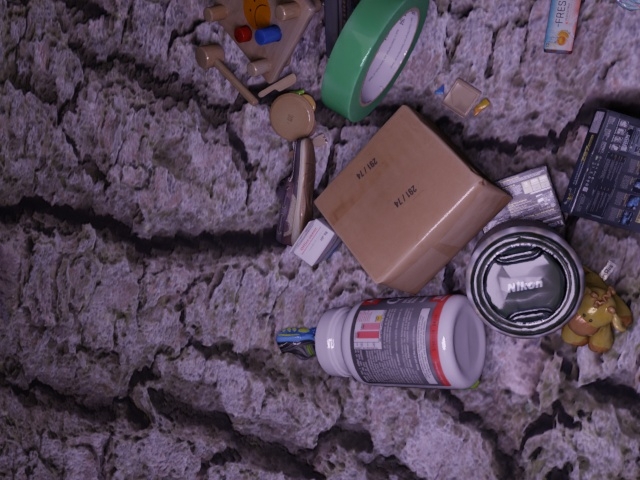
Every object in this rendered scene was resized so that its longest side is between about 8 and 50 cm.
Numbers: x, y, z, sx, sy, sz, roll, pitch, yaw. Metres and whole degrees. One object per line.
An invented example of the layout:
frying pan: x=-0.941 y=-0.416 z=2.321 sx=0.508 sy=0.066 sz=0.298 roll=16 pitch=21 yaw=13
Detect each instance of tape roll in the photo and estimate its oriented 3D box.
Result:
tape roll: x=0.121 y=-0.417 z=1.485 sx=0.077 sy=0.321 sz=0.321 roll=33 pitch=106 yaw=11

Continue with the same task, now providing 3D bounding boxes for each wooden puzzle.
wooden puzzle: x=0.332 y=-0.334 z=1.589 sx=0.116 sy=0.014 sz=0.078 roll=43 pitch=103 yaw=9

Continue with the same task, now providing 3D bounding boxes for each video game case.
video game case: x=0.058 y=-0.538 z=1.530 sx=0.035 sy=0.248 sz=0.274 roll=0 pitch=97 yaw=17

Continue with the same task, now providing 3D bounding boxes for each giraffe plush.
giraffe plush: x=0.596 y=0.152 z=1.475 sx=0.182 sy=0.170 sz=0.210 roll=18 pitch=102 yaw=16

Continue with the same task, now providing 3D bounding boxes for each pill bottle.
pill bottle: x=0.180 y=0.236 z=1.576 sx=0.363 sy=0.210 sz=0.210 roll=-6 pitch=95 yaw=36

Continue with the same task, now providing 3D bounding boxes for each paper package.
paper package: x=0.199 y=-0.091 z=1.531 sx=0.325 sy=0.168 sz=0.309 roll=-48 pitch=53 yaw=18

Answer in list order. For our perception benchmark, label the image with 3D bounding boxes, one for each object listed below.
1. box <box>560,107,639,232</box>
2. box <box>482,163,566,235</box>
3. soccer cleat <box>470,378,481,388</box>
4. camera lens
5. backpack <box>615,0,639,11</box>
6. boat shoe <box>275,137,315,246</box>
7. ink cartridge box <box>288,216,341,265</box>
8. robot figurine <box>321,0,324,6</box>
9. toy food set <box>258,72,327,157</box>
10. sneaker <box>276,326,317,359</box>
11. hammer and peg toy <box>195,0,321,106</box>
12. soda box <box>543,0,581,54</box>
box: x=0.642 y=-0.147 z=1.446 sx=0.184 sy=0.059 sz=0.232 roll=14 pitch=103 yaw=-9
box: x=0.450 y=-0.078 z=1.546 sx=0.180 sy=0.077 sz=0.147 roll=-19 pitch=91 yaw=20
soccer cleat: x=0.326 y=0.284 z=1.645 sx=0.072 sy=0.060 sz=0.178 roll=-26 pitch=91 yaw=21
camera lens: x=0.413 y=0.069 z=1.384 sx=0.220 sy=0.274 sz=0.219 roll=2 pitch=97 yaw=15
backpack: x=0.681 y=-0.562 z=1.387 sx=0.182 sy=0.115 sz=0.152 roll=-42 pitch=85 yaw=21
boat shoe: x=-0.069 y=-0.119 z=1.706 sx=0.093 sy=0.103 sz=0.285 roll=8 pitch=107 yaw=15
ink cartridge box: x=0.000 y=0.000 z=1.655 sx=0.060 sy=0.180 sz=0.104 roll=37 pitch=107 yaw=11
robot figurine: x=-0.032 y=-0.709 z=1.627 sx=0.211 sy=0.085 sz=0.290 roll=16 pitch=102 yaw=18
toy food set: x=-0.066 y=-0.316 z=1.719 sx=0.133 sy=0.038 sz=0.192 roll=-21 pitch=101 yaw=25
sneaker: x=-0.023 y=0.273 z=1.767 sx=0.188 sy=0.067 sz=0.078 roll=1 pitch=118 yaw=17
hammer and peg toy: x=-0.159 y=-0.514 z=1.640 sx=0.266 sy=0.127 sz=0.361 roll=51 pitch=140 yaw=10
soda box: x=0.533 y=-0.503 z=1.475 sx=0.063 sy=0.058 sz=0.183 roll=10 pitch=99 yaw=17
